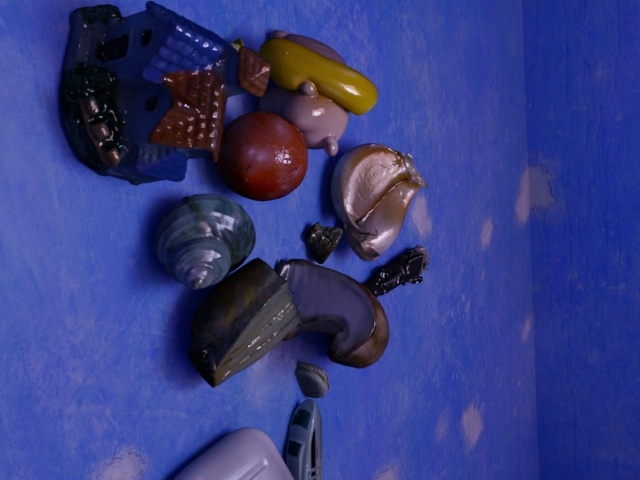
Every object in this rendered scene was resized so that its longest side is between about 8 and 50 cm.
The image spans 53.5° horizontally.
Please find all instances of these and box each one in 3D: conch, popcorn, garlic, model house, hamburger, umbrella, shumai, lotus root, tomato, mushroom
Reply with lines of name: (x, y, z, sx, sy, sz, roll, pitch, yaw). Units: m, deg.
conch: (-0.241, 0.008, 1.333, 0.277, 0.195, 0.220, -91, 171, -60)
popcorn: (-0.194, -0.426, 1.443, 0.068, 0.059, 0.083, 43, 51, -47)
garlic: (0.153, -0.115, 1.827, 0.313, 0.249, 0.286, -51, 151, -12)
model house: (-0.261, -0.262, 1.137, 0.251, 0.329, 0.295, 20, 75, -57)
hamburger: (-0.015, 0.382, 1.739, 0.054, 0.084, 0.121, -49, 128, -38)
umbrella: (0.257, 0.112, 2.076, 0.357, 0.106, 0.113, -26, 117, -50)
shumai: (0.000, 0.001, 1.738, 0.124, 0.087, 0.099, -56, -176, 34)
lotus root: (-0.188, 0.189, 1.414, 0.260, 0.149, 0.267, -44, 158, -14)
tomato: (-0.131, -0.180, 1.427, 0.208, 0.208, 0.184, 44, 63, -47)
mushroom: (0.082, 0.222, 1.699, 0.397, 0.313, 0.224, 39, 65, -55)

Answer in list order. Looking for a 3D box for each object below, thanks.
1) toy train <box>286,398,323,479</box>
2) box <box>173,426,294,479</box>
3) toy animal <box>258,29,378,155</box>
toy train: (-0.049, 0.636, 1.715, 0.088, 0.086, 0.407, -5, 97, -48)
box: (-0.163, 0.619, 1.419, 0.288, 0.141, 0.349, -29, 88, -45)
toy animal: (-0.056, -0.351, 1.533, 0.277, 0.345, 0.247, 9, 120, -35)
